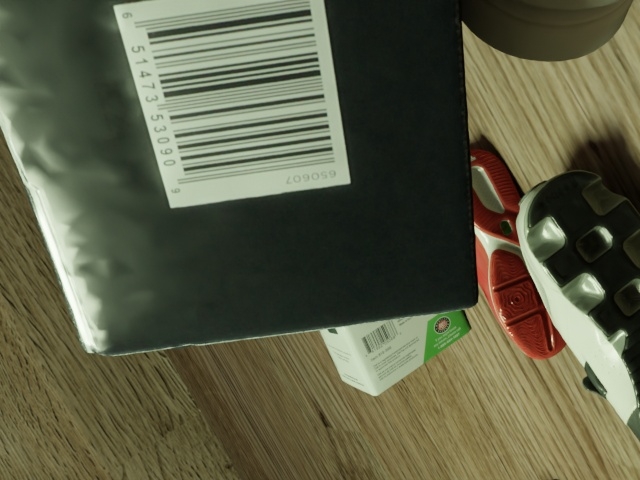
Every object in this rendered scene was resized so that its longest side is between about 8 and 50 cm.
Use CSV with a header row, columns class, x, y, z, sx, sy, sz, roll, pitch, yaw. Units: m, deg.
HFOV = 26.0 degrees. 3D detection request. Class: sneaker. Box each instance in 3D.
class,x,y,z,sx,sy,sz,roll,pitch,yaw
sneaker,0.182,0.016,1.423,0.128,0.087,0.221,154,96,-79
sneaker,0.284,0.086,1.235,0.330,0.122,0.146,60,175,0

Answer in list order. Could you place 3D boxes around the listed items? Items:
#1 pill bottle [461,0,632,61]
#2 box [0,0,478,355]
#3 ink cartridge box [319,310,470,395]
class,x,y,z,sx,sy,sz,roll,pitch,yaw
pill bottle,0.168,-0.254,0.903,0.160,0.160,0.283,49,159,22
box,-0.066,-0.257,0.968,0.480,0.297,0.472,80,-177,-47
ink cartridge box,0.063,0.051,1.624,0.087,0.153,0.208,17,134,61
